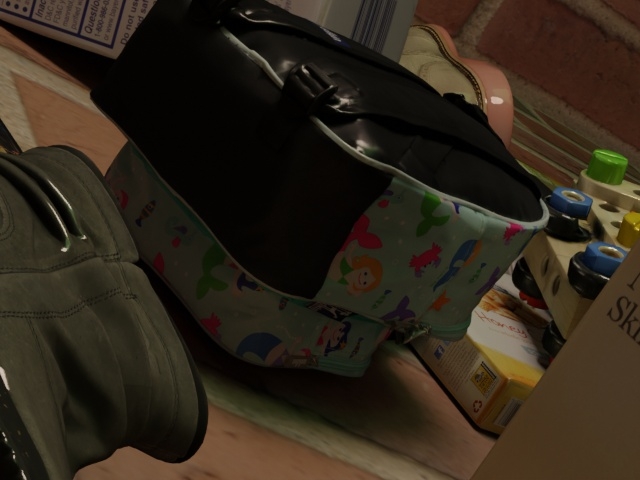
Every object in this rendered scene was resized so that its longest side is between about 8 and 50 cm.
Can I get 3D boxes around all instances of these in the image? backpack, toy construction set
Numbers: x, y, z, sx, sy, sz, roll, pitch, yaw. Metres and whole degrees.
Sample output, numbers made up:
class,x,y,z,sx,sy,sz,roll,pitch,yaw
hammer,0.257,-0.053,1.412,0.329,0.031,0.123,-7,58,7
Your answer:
class,x,y,z,sx,sy,sz,roll,pitch,yaw
backpack,0.006,-0.032,0.955,0.253,0.191,0.225,5,33,-50
toy construction set,0.262,0.029,1.145,0.215,0.151,0.328,11,9,-11

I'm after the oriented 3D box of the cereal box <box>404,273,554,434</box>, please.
class,x,y,z,sx,sy,sz,roll,pitch,yaw
cereal box,0.135,0.078,1.171,0.173,0.047,0.240,21,18,-33

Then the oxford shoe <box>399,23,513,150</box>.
class,x,y,z,sx,sy,sz,roll,pitch,yaw
oxford shoe,0.079,-0.173,1.772,0.146,0.141,0.397,0,12,-18

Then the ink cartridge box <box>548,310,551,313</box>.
class,x,y,z,sx,sy,sz,roll,pitch,yaw
ink cartridge box,0.280,0.116,1.296,0.148,0.086,0.203,28,15,-19

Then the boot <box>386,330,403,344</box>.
class,x,y,z,sx,sy,sz,roll,pitch,yaw
boot,0.000,0.000,1.112,0.197,0.077,0.137,13,35,24

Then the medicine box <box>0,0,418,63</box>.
class,x,y,z,sx,sy,sz,roll,pitch,yaw
medicine box,-0.092,-0.215,1.348,0.289,0.149,0.263,21,9,15

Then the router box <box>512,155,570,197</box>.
class,x,y,z,sx,sy,sz,roll,pitch,yaw
router box,0.296,0.029,1.658,0.243,0.081,0.309,26,15,-27

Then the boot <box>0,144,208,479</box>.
class,x,y,z,sx,sy,sz,roll,pitch,yaw
boot,-0.082,0.061,0.499,0.161,0.083,0.247,12,49,-58

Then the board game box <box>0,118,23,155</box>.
class,x,y,z,sx,sy,sz,roll,pitch,yaw
board game box,-0.234,-0.067,0.798,0.165,0.042,0.243,26,10,-32

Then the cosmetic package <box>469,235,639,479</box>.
class,x,y,z,sx,sy,sz,roll,pitch,yaw
cosmetic package,0.211,0.080,0.768,0.113,0.309,0.160,20,18,-40

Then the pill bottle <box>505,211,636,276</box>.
class,x,y,z,sx,sy,sz,roll,pitch,yaw
pill bottle,0.240,0.016,1.427,0.152,0.086,0.086,-8,-9,29
